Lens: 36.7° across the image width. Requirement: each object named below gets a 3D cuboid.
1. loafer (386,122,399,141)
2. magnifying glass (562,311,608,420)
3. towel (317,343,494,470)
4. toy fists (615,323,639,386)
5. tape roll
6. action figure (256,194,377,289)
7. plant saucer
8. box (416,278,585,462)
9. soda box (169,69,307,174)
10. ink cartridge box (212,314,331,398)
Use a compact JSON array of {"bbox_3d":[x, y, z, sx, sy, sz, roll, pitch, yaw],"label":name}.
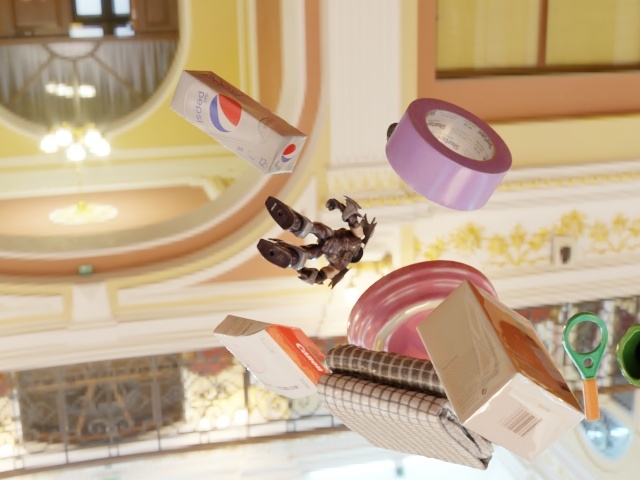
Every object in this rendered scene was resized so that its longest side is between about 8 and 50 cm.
[{"bbox_3d":[0.250,-0.203,2.131,0.220,0.080,0.078,24,-154,10],"label":"loafer"},{"bbox_3d":[0.545,0.257,1.971,0.092,0.231,0.026,-10,-169,-4],"label":"magnifying glass"},{"bbox_3d":[0.157,0.269,1.586,0.234,0.121,0.284,6,156,32],"label":"towel"},{"bbox_3d":[0.499,0.084,1.249,0.142,0.279,0.096,-9,-126,-28],"label":"toy fists"},{"bbox_3d":[0.203,-0.138,1.531,0.188,0.080,0.189,19,-143,-15],"label":"tape roll"},{"bbox_3d":[0.000,0.000,1.784,0.099,0.185,0.285,28,-172,33],"label":"action figure"},{"bbox_3d":[0.223,0.189,2.032,0.331,0.332,0.084,-4,-141,-9],"label":"plant saucer"},{"bbox_3d":[0.207,0.151,1.130,0.130,0.091,0.170,31,-158,-32],"label":"box"},{"bbox_3d":[-0.171,-0.245,1.977,0.286,0.091,0.098,36,-156,24],"label":"soda box"},{"bbox_3d":[-0.071,0.224,1.788,0.066,0.189,0.232,-50,-150,-20],"label":"ink cartridge box"}]
